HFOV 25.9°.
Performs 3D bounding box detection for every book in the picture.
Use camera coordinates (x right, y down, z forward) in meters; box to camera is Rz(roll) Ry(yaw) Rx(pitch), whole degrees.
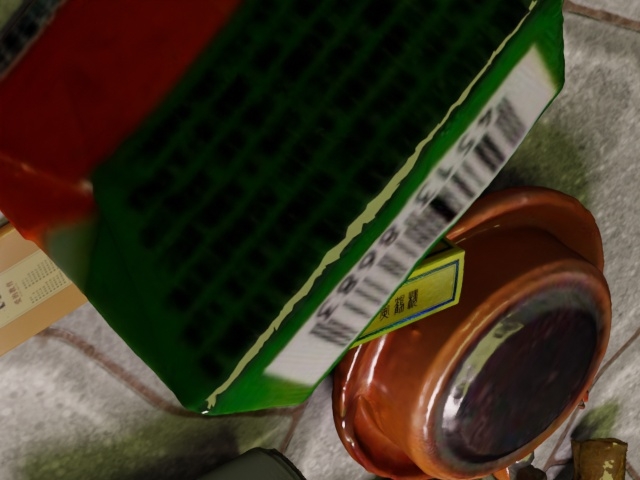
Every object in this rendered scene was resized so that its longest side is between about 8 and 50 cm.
[{"bbox_3d":[-0.249,0.035,1.159,0.172,0.012,0.118,-33,137,-18],"label":"book"}]

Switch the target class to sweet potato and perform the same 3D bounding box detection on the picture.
[{"bbox_3d":[0.309,0.368,1.856,0.112,0.085,0.286,39,106,-16],"label":"sweet potato"}]

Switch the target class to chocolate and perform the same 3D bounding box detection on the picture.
[{"bbox_3d":[-0.044,-0.102,0.991,0.360,0.341,0.161,-50,149,3],"label":"chocolate"}]

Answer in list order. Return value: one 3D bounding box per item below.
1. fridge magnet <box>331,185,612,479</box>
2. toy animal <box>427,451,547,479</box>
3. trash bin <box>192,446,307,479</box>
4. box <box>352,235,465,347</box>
[{"bbox_3d":[0.170,0.110,1.468,0.364,0.155,0.363,-23,133,-27],"label":"fridge magnet"},{"bbox_3d":[0.143,0.310,1.639,0.343,0.106,0.168,-25,137,-29],"label":"toy animal"},{"bbox_3d":[-0.123,0.355,1.359,0.263,0.217,0.277,-25,159,-24],"label":"trash bin"},{"bbox_3d":[0.000,0.000,1.188,0.141,0.220,0.064,-19,131,-29],"label":"box"}]
